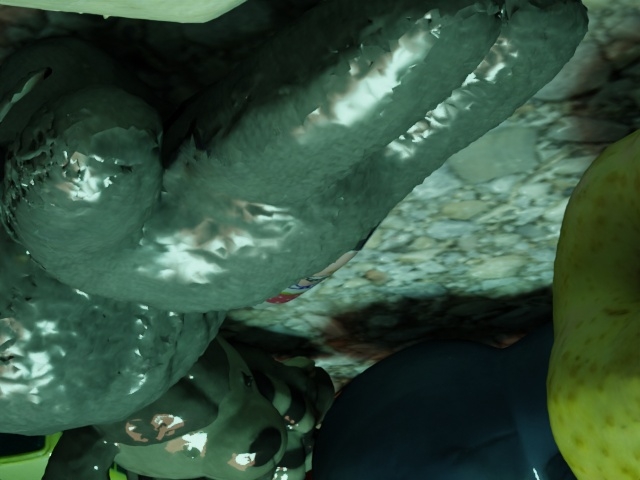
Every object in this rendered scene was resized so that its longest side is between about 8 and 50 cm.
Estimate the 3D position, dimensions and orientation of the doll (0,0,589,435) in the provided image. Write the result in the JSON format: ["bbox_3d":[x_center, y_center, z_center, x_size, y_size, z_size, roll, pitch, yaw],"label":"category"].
[{"bbox_3d":[-0.055,-0.043,0.585,0.340,0.158,0.246,-40,167,36],"label":"doll"}]

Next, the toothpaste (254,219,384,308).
[{"bbox_3d":[0.000,0.000,0.725,0.043,0.067,0.194,43,156,-9],"label":"toothpaste"}]

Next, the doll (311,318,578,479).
[{"bbox_3d":[0.122,0.133,0.886,0.258,0.228,0.154,-24,109,12],"label":"doll"}]

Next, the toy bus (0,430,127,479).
[{"bbox_3d":[-0.178,0.144,1.023,0.088,0.101,0.175,-11,153,21],"label":"toy bus"}]

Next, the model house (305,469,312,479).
[{"bbox_3d":[0.029,0.316,1.224,0.196,0.254,0.160,10,151,-21],"label":"model house"}]

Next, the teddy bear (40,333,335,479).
[{"bbox_3d":[-0.088,0.130,0.884,0.144,0.171,0.251,26,176,24],"label":"teddy bear"}]

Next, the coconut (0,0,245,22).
[{"bbox_3d":[-0.067,-0.131,0.327,0.162,0.161,0.161,5,156,-6],"label":"coconut"}]

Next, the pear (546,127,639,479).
[{"bbox_3d":[0.222,0.048,0.606,0.271,0.271,0.271,1,156,0],"label":"pear"}]

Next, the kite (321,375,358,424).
[{"bbox_3d":[0.063,0.133,1.102,0.190,0.010,0.159,-10,155,25],"label":"kite"}]
